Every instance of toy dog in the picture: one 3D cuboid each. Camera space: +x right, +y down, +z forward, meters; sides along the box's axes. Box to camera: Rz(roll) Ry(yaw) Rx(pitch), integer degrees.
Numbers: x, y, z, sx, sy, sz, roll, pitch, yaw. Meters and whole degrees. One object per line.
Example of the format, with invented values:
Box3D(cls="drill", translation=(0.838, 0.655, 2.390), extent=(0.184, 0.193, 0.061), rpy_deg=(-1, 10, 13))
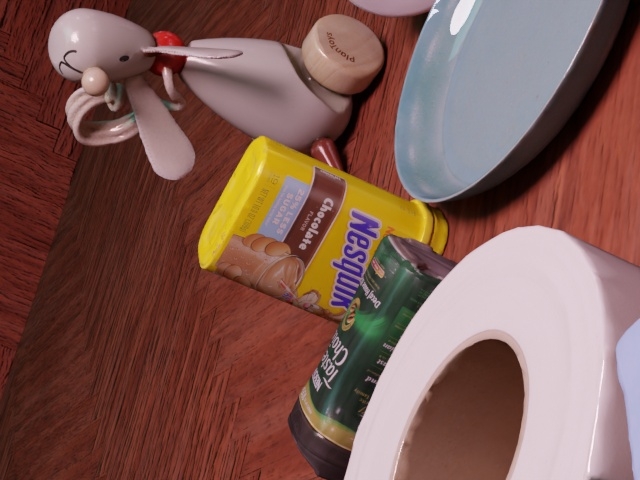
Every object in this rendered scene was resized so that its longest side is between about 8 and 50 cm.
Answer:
Box3D(cls="toy dog", translation=(-0.093, -0.130, 1.475), extent=(0.220, 0.334, 0.161), rpy_deg=(98, 162, -52))

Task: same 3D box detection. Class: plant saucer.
Box3D(cls="plant saucer", translation=(0.159, -0.170, 1.189), extent=(0.317, 0.044, 0.317), rpy_deg=(-53, 24, 36))

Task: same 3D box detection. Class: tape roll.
Box3D(cls="tape roll", translation=(0.118, 0.138, 0.867), extent=(0.286, 0.100, 0.286), rpy_deg=(-53, 23, 34))

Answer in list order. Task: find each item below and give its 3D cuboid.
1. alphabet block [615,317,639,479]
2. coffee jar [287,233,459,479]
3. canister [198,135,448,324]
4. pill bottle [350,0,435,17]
Box3D(cls="alphabet block", translation=(0.236, 0.084, 0.470), extent=(0.192, 0.197, 0.193), rpy_deg=(-49, 26, 39))
Box3D(cls="coffee jar", translation=(0.045, 0.094, 1.135), extent=(0.184, 0.079, 0.096), rpy_deg=(-63, 20, 12))
Box3D(cls="canister", translation=(0.000, 0.000, 1.221), extent=(0.126, 0.170, 0.073), rpy_deg=(-60, 20, 19))
Box3D(cls="pill bottle", translation=(0.067, -0.332, 1.470), extent=(0.136, 0.136, 0.245), rpy_deg=(-56, 22, 28))
